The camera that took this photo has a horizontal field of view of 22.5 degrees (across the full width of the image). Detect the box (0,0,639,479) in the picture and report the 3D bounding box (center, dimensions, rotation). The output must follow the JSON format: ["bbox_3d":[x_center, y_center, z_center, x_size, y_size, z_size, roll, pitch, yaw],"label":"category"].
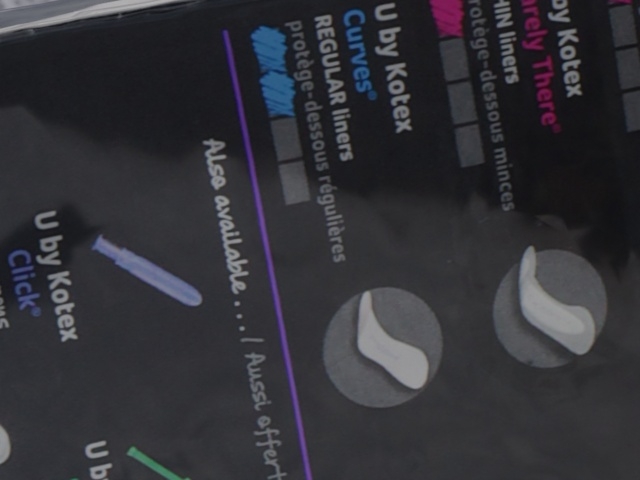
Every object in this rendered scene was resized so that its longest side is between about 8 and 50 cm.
[{"bbox_3d":[0.000,0.000,0.410,0.270,0.143,0.165,-12,11,-10],"label":"box"}]
